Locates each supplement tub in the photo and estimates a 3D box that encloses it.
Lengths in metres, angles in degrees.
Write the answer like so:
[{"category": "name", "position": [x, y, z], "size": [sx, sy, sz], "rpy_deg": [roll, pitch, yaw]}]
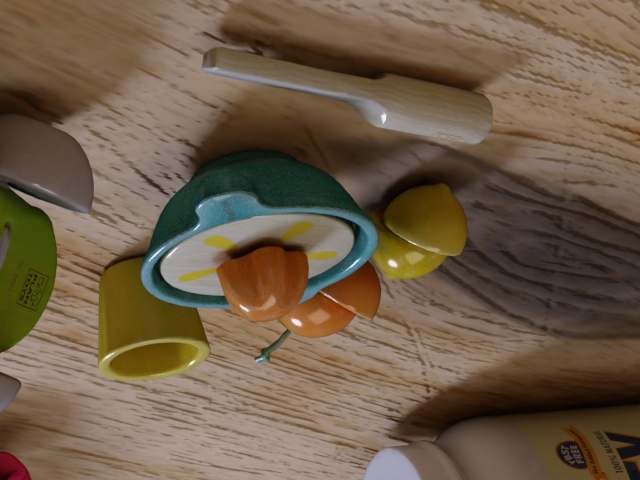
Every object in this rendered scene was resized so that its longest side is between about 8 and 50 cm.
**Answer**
[{"category": "supplement tub", "position": [0.214, 0.255, 1.622], "size": [0.325, 0.235, 0.235], "rpy_deg": [-3, 156, -20]}]

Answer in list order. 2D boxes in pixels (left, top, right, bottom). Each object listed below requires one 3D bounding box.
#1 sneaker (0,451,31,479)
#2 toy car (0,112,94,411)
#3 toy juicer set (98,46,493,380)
[{"category": "sneaker", "position": [-0.350, 0.190, 1.396], "size": [0.299, 0.121, 0.112], "rpy_deg": [4, 124, -31]}, {"category": "toy car", "position": [-0.211, -0.002, 0.978], "size": [0.136, 0.159, 0.182], "rpy_deg": [16, 174, 32]}, {"category": "toy juicer set", "position": [0.000, 0.000, 1.118], "size": [0.209, 0.089, 0.329], "rpy_deg": [-2, 155, -20]}]
